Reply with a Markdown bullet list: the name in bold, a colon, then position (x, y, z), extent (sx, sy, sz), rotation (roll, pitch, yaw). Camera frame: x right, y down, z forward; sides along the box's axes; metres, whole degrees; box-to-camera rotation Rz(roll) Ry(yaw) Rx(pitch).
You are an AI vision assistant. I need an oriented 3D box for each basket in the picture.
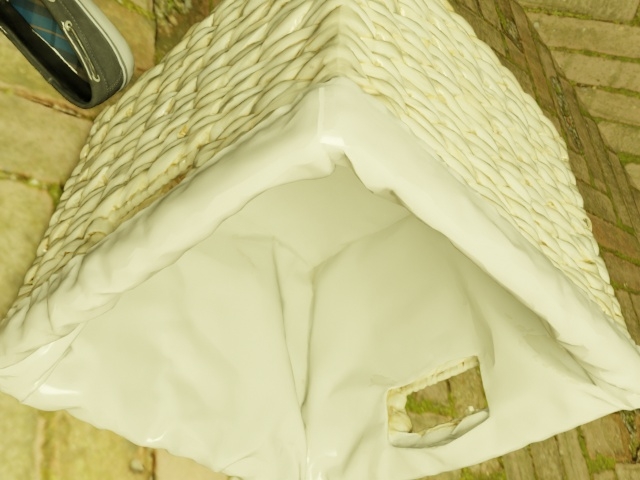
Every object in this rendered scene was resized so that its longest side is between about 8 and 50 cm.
- **basket**: position (0.000, 0.000, 0.547), extent (0.331, 0.328, 0.267), rotation (34, 40, -34)

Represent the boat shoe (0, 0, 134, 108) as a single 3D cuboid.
- **boat shoe**: position (-0.254, -0.201, 0.594), extent (0.228, 0.080, 0.076), rotation (51, 35, -25)
